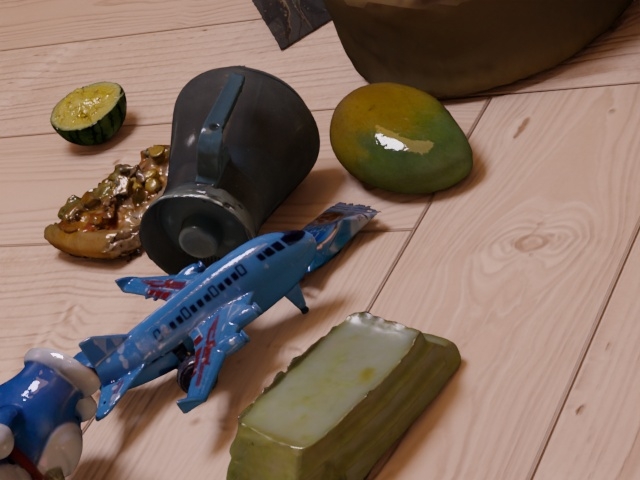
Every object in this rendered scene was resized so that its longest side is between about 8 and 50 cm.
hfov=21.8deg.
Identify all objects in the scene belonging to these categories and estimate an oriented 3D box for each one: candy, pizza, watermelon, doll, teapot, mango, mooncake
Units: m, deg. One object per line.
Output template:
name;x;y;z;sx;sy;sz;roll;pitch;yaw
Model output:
candy;0.000;0.000;1.758;0.136;0.038;0.088;-40;22;-28
pizza;-0.217;-0.054;1.957;0.226;0.069;0.147;-35;31;-17
watermelon;-0.297;-0.160;2.174;0.105;0.062;0.105;-14;40;12
doll;-0.290;0.220;1.499;0.161;0.215;0.257;29;64;17
teapot;-0.101;-0.080;1.796;0.171;0.203;0.225;11;44;8
mango;0.088;-0.110;1.821;0.130;0.092;0.194;-39;43;-27
mooncake;0.184;-0.358;1.987;0.394;0.246;0.393;-25;37;5

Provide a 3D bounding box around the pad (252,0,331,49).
pad;0.033;-0.451;2.230;0.367;0.248;0.007;-33;9;-15

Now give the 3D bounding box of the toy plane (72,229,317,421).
toy plane;-0.117;0.078;1.651;0.271;0.105;0.254;-27;32;-6

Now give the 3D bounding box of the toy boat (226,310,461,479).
toy boat;0.011;0.155;1.470;0.111;0.084;0.276;14;46;43
